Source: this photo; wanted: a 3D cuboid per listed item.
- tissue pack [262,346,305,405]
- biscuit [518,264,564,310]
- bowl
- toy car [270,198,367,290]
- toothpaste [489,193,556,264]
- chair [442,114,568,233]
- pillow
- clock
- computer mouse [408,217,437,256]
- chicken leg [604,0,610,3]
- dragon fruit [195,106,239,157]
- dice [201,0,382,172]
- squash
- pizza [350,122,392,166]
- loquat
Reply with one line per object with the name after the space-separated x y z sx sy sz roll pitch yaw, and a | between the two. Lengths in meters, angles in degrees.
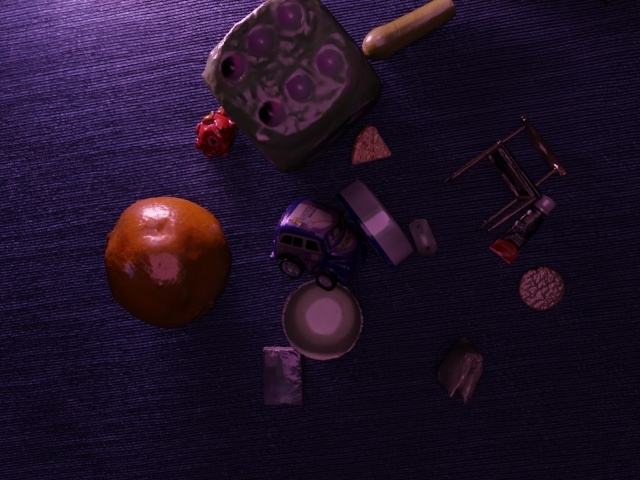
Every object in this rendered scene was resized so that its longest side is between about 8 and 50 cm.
-0.099 0.365 1.610 0.112 0.051 0.156 -1 94 7 | tissue pack
0.574 0.124 1.557 0.120 0.015 0.120 0 94 4 | biscuit
0.007 0.199 1.560 0.211 0.112 0.211 0 93 4 | bowl
0.000 0.000 1.483 0.235 0.172 0.158 19 138 15 | toy car
0.526 -0.030 1.541 0.071 0.045 0.193 40 102 2 | toothpaste
0.463 -0.165 1.473 0.272 0.166 0.188 -37 90 6 | chair
0.352 0.323 1.504 0.077 0.181 0.134 26 95 0 | pillow
0.134 -0.043 1.477 0.083 0.230 0.230 -38 90 1 | clock
0.268 -0.009 1.566 0.056 0.032 0.110 -22 91 5 | computer mouse
0.665 -0.706 1.486 0.106 0.051 0.253 -20 95 0 | chicken leg
-0.276 -0.281 1.578 0.126 0.068 0.112 -44 90 7 | dragon fruit
-0.061 -0.368 1.424 0.322 0.330 0.318 -40 91 4 | dice
0.220 -0.532 1.512 0.250 0.083 0.083 -27 91 6 | squash
0.136 -0.236 1.567 0.108 0.026 0.123 23 92 0 | pizza
-0.374 0.054 1.482 0.328 0.328 0.328 0 93 5 | loquat
